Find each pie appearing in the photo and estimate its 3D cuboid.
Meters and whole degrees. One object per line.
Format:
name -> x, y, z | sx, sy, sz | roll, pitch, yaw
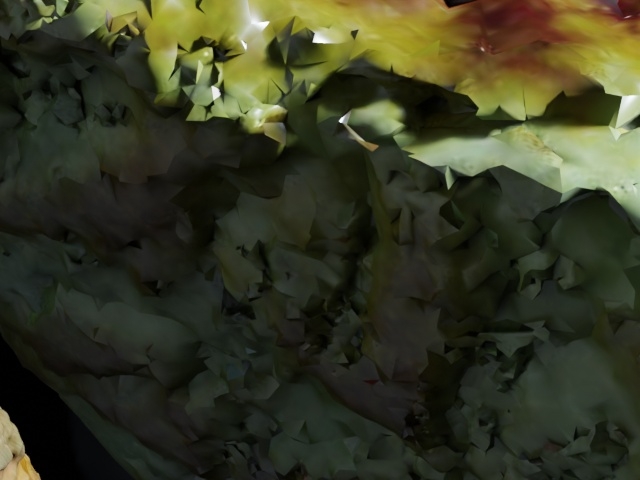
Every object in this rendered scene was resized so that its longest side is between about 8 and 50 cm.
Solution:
pie -> 0.013, 0.020, 0.603 | 0.180, 0.418, 0.395 | -40, 177, -17

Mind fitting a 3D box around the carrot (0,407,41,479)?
carrot -> -0.212, 0.094, 0.994 | 0.263, 0.102, 0.102 | 75, 8, -58
